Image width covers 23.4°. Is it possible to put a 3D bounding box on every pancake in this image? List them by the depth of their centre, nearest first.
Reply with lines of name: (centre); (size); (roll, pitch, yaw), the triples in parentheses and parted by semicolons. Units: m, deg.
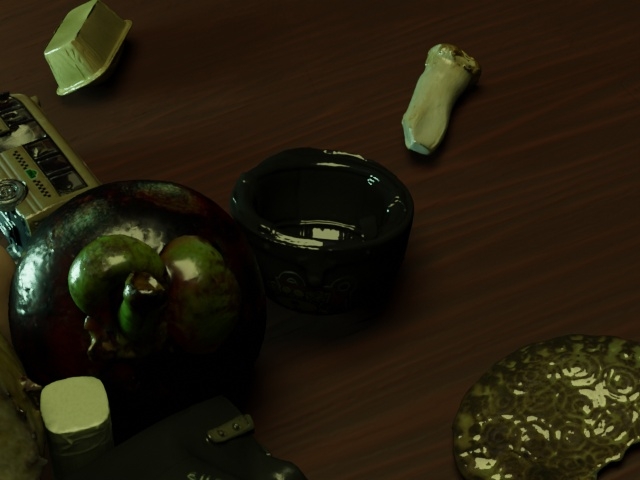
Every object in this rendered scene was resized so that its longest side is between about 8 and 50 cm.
pancake: (0.301, 0.217, 1.787); (0.286, 0.033, 0.288); (13, 49, 20)

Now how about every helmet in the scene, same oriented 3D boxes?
helmet: (0.000, 0.000, 1.968); (0.231, 0.160, 0.279); (5, 26, 3)

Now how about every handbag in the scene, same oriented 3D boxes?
handbag: (-0.099, 0.315, 1.650); (0.342, 0.152, 0.288); (35, 43, 14)

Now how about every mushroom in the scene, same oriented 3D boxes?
mushroom: (0.167, -0.196, 2.209); (0.084, 0.071, 0.209); (30, 53, -6)

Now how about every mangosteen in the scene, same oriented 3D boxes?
mangosteen: (-0.205, 0.087, 1.794); (0.306, 0.306, 0.359); (-21, 18, -11)

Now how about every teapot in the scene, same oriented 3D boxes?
teapot: (-0.252, 0.239, 1.740); (0.107, 0.200, 0.077); (-11, 49, -12)

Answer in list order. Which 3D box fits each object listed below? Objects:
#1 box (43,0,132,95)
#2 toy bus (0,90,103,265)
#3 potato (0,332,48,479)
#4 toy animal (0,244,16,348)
box: (-0.357, -0.296, 2.387); (0.111, 0.111, 0.177); (3, 41, 13)
toy bus: (-0.407, -0.085, 2.145); (0.157, 0.139, 0.289); (-26, 47, -21)
potato: (-0.436, 0.167, 1.691); (0.301, 0.289, 0.237); (-39, 17, 16)
toy animal: (-0.525, 0.101, 1.898); (0.326, 0.269, 0.237); (-44, 18, 20)
